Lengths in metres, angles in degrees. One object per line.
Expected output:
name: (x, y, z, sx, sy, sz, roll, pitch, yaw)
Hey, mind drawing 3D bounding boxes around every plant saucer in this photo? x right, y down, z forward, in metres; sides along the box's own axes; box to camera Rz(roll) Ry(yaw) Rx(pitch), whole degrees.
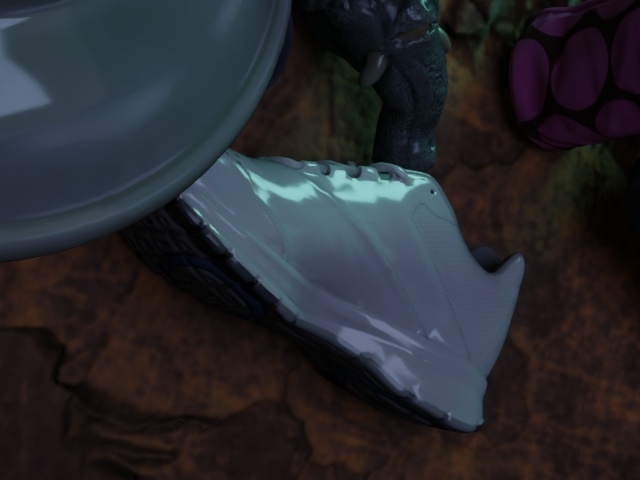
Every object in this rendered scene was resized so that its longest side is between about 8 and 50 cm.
plant saucer: (-0.183, -0.188, 0.930, 0.400, 0.100, 0.401, 10, 64, -21)

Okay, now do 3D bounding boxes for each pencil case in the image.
pencil case: (0.200, -0.117, 1.192, 0.095, 0.209, 0.098, -35, 102, -34)

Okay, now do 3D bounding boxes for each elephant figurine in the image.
elephant figurine: (0.025, -0.173, 1.131, 0.169, 0.239, 0.186, 14, 56, -16)

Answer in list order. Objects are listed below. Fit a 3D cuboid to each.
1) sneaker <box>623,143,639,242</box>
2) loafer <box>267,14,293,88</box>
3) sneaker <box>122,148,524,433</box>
sneaker: (0.283, 0.008, 1.311, 0.270, 0.090, 0.145, 61, 40, -34)
loafer: (-0.166, -0.119, 1.049, 0.302, 0.095, 0.109, -1, 121, -27)
sneaker: (0.000, 0.000, 1.130, 0.297, 0.111, 0.129, 35, 76, -36)
